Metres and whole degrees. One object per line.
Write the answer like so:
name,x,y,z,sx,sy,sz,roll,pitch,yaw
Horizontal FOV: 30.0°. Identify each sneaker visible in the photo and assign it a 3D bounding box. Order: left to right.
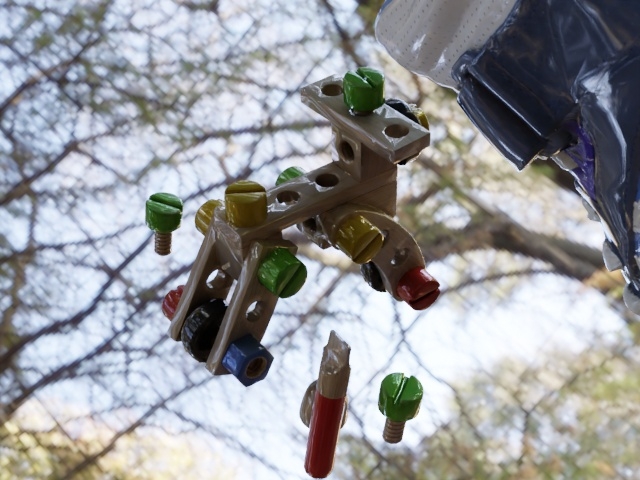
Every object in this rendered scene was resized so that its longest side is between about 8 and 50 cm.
sneaker,0.133,-0.039,0.467,0.130,0.236,0.323,-43,-35,-23

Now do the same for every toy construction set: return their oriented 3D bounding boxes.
toy construction set,0.000,0.000,0.977,0.257,0.309,0.237,-2,-51,-13
